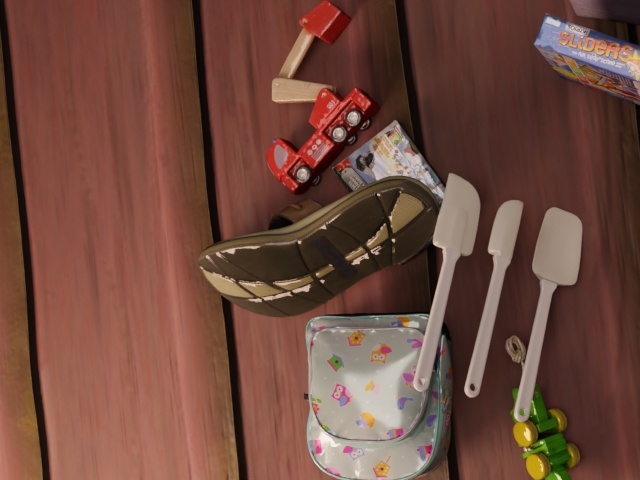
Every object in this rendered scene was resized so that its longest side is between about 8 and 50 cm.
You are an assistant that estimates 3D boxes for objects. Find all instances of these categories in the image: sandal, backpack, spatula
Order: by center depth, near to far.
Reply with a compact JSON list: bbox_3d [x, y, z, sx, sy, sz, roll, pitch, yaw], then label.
[{"bbox_3d":[0.188,0.063,1.632,0.168,0.019,0.242,19,71,-17],"label":"spatula"},{"bbox_3d":[0.062,0.174,1.667,0.165,0.144,0.188,-1,89,11],"label":"backpack"},{"bbox_3d":[0.002,0.001,1.721,0.302,0.086,0.120,-21,123,24],"label":"sandal"}]

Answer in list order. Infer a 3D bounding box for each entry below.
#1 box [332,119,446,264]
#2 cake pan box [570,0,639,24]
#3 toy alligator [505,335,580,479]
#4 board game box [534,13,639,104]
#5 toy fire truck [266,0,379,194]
[{"bbox_3d":[0.089,-0.054,1.731,0.094,0.027,0.137,-36,77,10],"label":"box"},{"bbox_3d":[0.368,-0.266,1.552,0.266,0.246,0.070,11,86,18],"label":"cake pan box"},{"bbox_3d":[0.229,0.198,1.664,0.051,0.056,0.190,-33,74,53],"label":"toy alligator"},{"bbox_3d":[0.303,-0.178,1.586,0.136,0.201,0.035,22,93,16],"label":"board game box"},{"bbox_3d":[-0.009,-0.163,1.756,0.135,0.047,0.192,45,100,15],"label":"toy fire truck"}]
